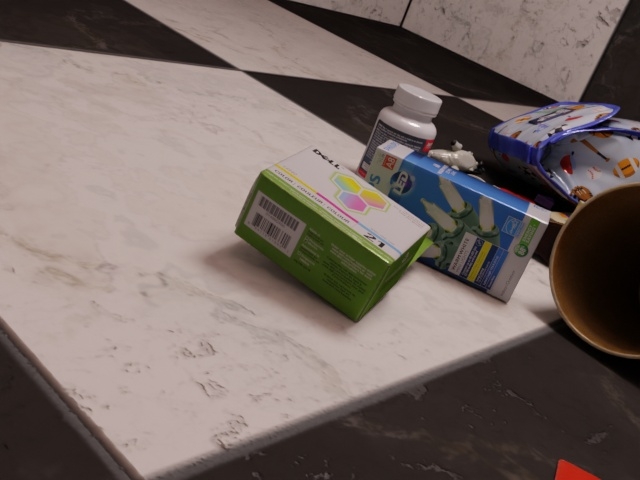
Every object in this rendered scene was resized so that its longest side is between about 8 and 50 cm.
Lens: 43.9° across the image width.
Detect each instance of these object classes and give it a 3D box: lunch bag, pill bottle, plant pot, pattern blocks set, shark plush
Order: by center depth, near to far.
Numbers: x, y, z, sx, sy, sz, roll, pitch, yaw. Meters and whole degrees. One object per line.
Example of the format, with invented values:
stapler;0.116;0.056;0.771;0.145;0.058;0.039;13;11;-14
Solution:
plant pot;0.487;0.061;1.149;0.237;0.237;0.254;38;11;35
pill bottle;0.140;-0.174;1.387;0.108;0.180;0.108;18;22;-8
pattern blocks set;0.524;-0.008;1.560;0.286;0.026;0.325;5;27;-36
shark plush;0.300;-0.177;1.719;0.161;0.073;0.067;-4;3;-39
lunch bag;0.588;-0.176;1.722;0.386;0.238;0.328;11;12;-8

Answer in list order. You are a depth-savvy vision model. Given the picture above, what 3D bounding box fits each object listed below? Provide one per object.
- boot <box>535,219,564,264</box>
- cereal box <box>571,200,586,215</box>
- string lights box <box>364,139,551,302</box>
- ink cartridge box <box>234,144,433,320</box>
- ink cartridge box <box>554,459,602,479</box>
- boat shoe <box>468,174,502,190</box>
boot;0.405;-0.007;1.375;0.219;0.082;0.106;27;25;18
cereal box;0.610;0.009;1.500;0.240;0.047;0.173;19;22;-8
string lights box;0.184;-0.032;1.155;0.260;0.133;0.077;25;23;11
ink cartridge box;0.044;-0.036;1.006;0.189;0.097;0.255;36;34;12
ink cartridge box;0.301;0.280;0.636;0.239;0.060;0.275;28;23;13
boat shoe;0.329;-0.087;1.539;0.125;0.046;0.038;35;25;23
